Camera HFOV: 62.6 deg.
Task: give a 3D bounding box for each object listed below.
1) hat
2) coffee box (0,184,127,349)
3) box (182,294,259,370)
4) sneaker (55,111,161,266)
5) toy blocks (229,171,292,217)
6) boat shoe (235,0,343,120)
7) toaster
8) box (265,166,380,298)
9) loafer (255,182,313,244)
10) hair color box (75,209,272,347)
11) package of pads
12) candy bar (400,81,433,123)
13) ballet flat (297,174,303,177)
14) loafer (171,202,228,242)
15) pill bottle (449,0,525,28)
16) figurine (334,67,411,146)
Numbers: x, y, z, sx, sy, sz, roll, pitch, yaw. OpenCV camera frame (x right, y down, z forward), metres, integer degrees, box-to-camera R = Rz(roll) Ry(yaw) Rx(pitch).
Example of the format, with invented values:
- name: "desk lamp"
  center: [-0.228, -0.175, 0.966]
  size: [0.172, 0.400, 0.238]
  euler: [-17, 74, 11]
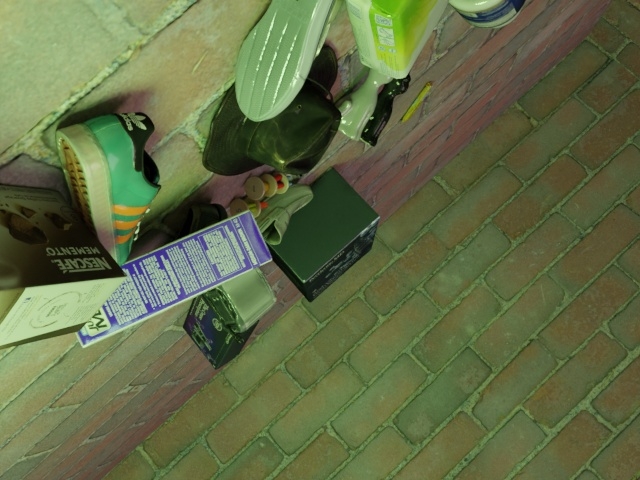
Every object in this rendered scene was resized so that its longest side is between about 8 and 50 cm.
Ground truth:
- name: "hat"
  center: [-0.054, -0.196, 0.973]
  size: [0.331, 0.134, 0.331]
  euler: [-41, 169, -10]
- name: "coffee box"
  center: [-0.387, 0.030, 0.581]
  size: [0.119, 0.168, 0.297]
  euler: [-46, 168, 12]
- name: "box"
  center: [-0.308, 0.254, 1.598]
  size: [0.103, 0.184, 0.261]
  euler: [-34, 165, -39]
- name: "sneaker"
  center: [-0.284, -0.059, 0.754]
  size: [0.121, 0.108, 0.302]
  euler: [-31, 162, -31]
- name: "toy blocks"
  center: [-0.131, -0.106, 1.230]
  size: [0.123, 0.054, 0.148]
  euler: [-50, 167, 28]
- name: "boat shoe"
  center: [-0.028, -0.302, 0.753]
  size: [0.094, 0.109, 0.302]
  euler: [-32, 161, -51]
- name: "toaster"
  center: [-0.221, 0.148, 1.434]
  size: [0.146, 0.226, 0.129]
  euler: [-37, -169, -34]
- name: "box"
  center: [0.000, 0.000, 1.654]
  size: [0.293, 0.212, 0.395]
  euler: [-41, 167, -8]
- name: "loafer"
  center: [-0.130, -0.039, 1.322]
  size: [0.319, 0.111, 0.112]
  euler: [-36, 167, -29]
- name: "hair color box"
  center: [-0.271, 0.066, 0.956]
  size: [0.339, 0.110, 0.185]
  euler: [-23, -179, -15]
- name: "package of pads"
  center: [0.147, -0.416, 0.781]
  size: [0.296, 0.101, 0.229]
  euler: [-61, 168, 0]
- name: "candy bar"
  center: [0.296, -0.420, 1.615]
  size: [0.040, 0.018, 0.161]
  euler: [-36, 166, -46]
- name: "ballet flat"
  center: [-0.029, -0.213, 1.196]
  size: [0.057, 0.049, 0.173]
  euler: [-35, 166, -38]
- name: "loafer"
  center: [-0.298, 0.027, 1.111]
  size: [0.084, 0.096, 0.267]
  euler: [10, 121, -52]
- name: "pill bottle"
  center: [0.341, -0.523, 1.073]
  size: [0.153, 0.153, 0.265]
  euler: [-49, 168, 25]
- name: "figurine"
  center: [0.126, -0.336, 1.223]
  size: [0.209, 0.092, 0.215]
  euler: [-55, 165, 16]
